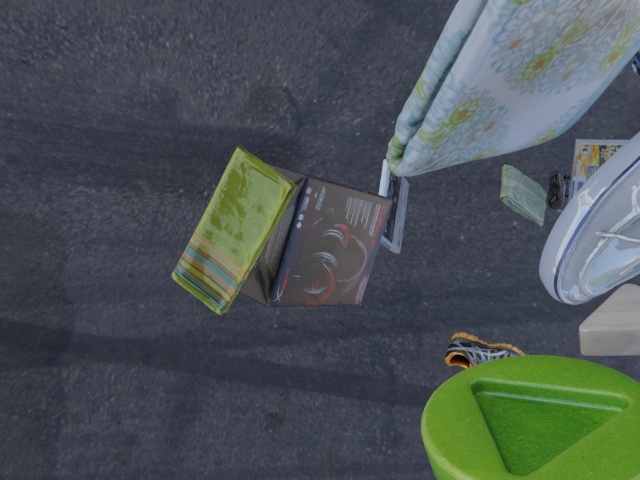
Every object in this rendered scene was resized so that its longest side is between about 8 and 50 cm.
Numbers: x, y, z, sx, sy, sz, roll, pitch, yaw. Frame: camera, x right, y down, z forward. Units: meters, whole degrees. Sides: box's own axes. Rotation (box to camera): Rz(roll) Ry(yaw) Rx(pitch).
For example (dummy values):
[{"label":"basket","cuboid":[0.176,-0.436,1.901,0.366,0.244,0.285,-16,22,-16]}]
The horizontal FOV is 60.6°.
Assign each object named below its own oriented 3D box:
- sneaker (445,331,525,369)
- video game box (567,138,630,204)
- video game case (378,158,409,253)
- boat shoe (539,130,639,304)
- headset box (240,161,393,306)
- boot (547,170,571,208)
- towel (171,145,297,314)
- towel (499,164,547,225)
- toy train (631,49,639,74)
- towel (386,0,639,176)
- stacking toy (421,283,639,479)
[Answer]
[{"label":"sneaker","cuboid":[0.395,0.288,1.296,0.083,0.215,0.084,-42,124,-34]},{"label":"video game box","cuboid":[0.712,-0.142,1.334,0.187,0.048,0.205,3,118,16]},{"label":"video game case","cuboid":[0.174,-0.079,1.338,0.022,0.173,0.190,4,77,25]},{"label":"boat shoe","cuboid":[0.405,-0.042,0.581,0.136,0.156,0.367,27,112,-33]},{"label":"headset box","cuboid":[0.000,0.000,0.979,0.293,0.110,0.218,9,101,-52]},{"label":"boot","cuboid":[0.688,-0.134,1.545,0.099,0.045,0.121,19,68,-30]},{"label":"towel","cuboid":[-0.128,-0.007,0.775,0.102,0.021,0.237,34,115,5]},{"label":"towel","cuboid":[0.477,-0.108,1.284,0.148,0.027,0.110,27,59,-23]},{"label":"toy train","cuboid":[0.642,-0.353,0.961,0.184,0.105,0.080,-25,78,34]},{"label":"towel","cuboid":[0.280,-0.245,0.723,0.321,0.374,0.090,-14,61,-26]},{"label":"stacking toy","cuboid":[0.223,0.148,0.290,0.309,0.280,0.130,-20,108,-27]}]
